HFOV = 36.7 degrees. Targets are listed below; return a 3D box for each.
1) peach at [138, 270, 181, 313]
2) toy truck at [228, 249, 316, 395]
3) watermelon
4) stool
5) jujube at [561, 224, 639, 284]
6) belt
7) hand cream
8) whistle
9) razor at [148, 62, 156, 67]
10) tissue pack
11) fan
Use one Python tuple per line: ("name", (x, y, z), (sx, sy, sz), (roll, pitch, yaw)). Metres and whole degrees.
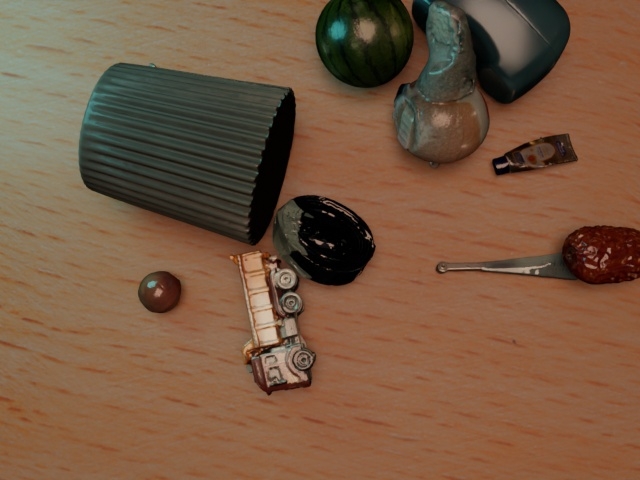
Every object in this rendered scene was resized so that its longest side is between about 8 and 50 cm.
("peach", (-0.306, 0.098, 1.847), (0.083, 0.083, 0.083), (0, 85, 1))
("toy truck", (-0.093, 0.152, 1.821), (0.135, 0.114, 0.270), (-13, 83, 0))
("watermelon", (0.078, -0.396, 1.821), (0.188, 0.188, 0.214), (-26, 108, -1))
("stool", (-0.241, -0.169, 1.770), (0.330, 0.297, 0.297), (14, 86, 6))
("jujube", (0.544, 0.027, 1.815), (0.176, 0.109, 0.112), (-1, 81, -15))
("belt", (0.000, 0.000, 1.825), (0.198, 0.078, 0.151), (32, 59, 2))
("hand cream", (0.415, -0.163, 1.874), (0.163, 0.039, 0.062), (-16, 69, -2))
("whistle", (0.237, -0.280, 1.776), (0.189, 0.189, 0.347), (1, 130, -1))
("razor", (-0.241, -0.287, 1.905), (0.211, 0.036, 0.084), (12, 110, -3))
("tissue pack", (0.331, -0.421, 1.815), (0.287, 0.198, 0.206), (44, 89, 7))
("fan", (0.364, 0.046, 1.865), (0.282, 0.023, 0.057), (1, 87, 0))
